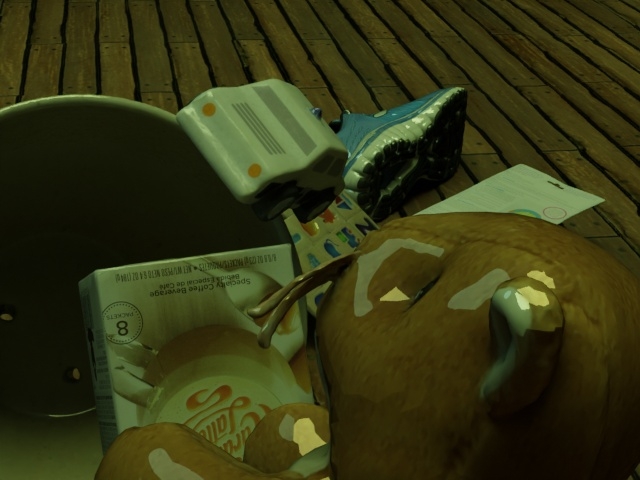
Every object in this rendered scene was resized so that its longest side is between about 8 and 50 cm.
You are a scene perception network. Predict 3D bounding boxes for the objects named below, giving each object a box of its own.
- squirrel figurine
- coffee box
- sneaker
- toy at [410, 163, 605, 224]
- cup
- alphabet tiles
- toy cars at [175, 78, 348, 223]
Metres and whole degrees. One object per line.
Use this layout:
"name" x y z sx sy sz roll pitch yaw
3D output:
"squirrel figurine" 0.067 0.190 0.590 0.281 0.370 0.397 22 16 -47
"coffee box" -0.077 0.136 0.902 0.141 0.246 0.098 -8 -4 -19
"sneaker" 0.086 -0.136 1.721 0.147 0.129 0.330 18 28 29
"toy" 0.204 -0.013 1.531 0.237 0.056 0.137 -22 36 -34
"cup" -0.202 0.065 1.054 0.331 0.331 0.237 -6 -2 -18
"alphabet tiles" 0.000 0.000 1.366 0.237 0.009 0.198 46 34 5
"toy cars" 0.040 -0.022 1.016 0.087 0.394 0.176 -40 38 13
